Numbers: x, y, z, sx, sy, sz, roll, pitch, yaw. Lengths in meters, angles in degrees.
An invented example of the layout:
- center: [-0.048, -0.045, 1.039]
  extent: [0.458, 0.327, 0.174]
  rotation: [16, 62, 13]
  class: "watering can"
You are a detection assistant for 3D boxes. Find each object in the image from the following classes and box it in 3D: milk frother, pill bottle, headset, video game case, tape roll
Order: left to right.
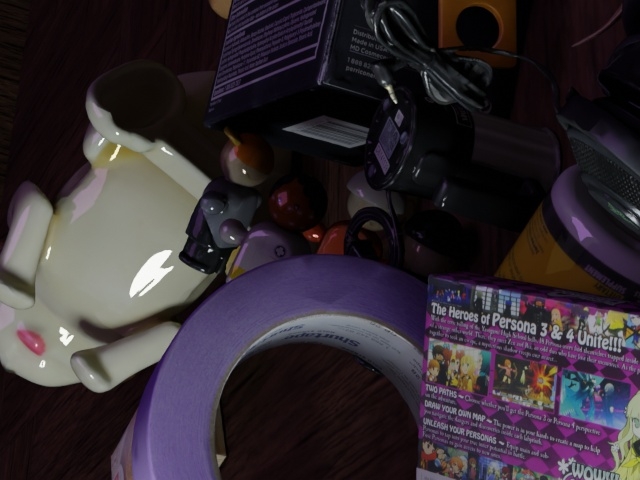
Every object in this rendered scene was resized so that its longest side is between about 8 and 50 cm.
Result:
- center: [0.003, 0.152, 1.128]
  extent: [0.090, 0.275, 0.274]
  rotation: [130, 149, -67]
  class: "tape roll"
- center: [0.100, -0.030, 1.215]
  extent: [0.143, 0.135, 0.129]
  rotation: [124, 150, -41]
  class: "milk frother"
- center: [0.162, 0.062, 1.030]
  extent: [0.208, 0.119, 0.119]
  rotation: [-61, 26, 32]
  class: "pill bottle"
- center: [0.156, 0.137, 0.928]
  extent: [0.232, 0.042, 0.210]
  rotation: [9, 100, 45]
  class: "video game case"
- center: [0.203, -0.117, 0.885]
  extent: [0.394, 0.185, 0.243]
  rotation: [-2, 58, 49]
  class: "headset"

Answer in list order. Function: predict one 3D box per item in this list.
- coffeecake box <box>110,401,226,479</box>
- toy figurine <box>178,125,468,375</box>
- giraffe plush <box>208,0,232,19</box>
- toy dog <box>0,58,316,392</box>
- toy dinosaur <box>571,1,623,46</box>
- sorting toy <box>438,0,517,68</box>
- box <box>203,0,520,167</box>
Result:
- center: [-0.180, 0.252, 1.790]
  extent: [0.185, 0.068, 0.142]
  rotation: [-60, 27, 34]
  class: "coffeecake box"
- center: [0.000, 0.000, 1.338]
  extent: [0.148, 0.210, 0.213]
  rotation: [-64, 24, 11]
  class: "toy figurine"
- center: [-0.052, -0.290, 1.691]
  extent: [0.181, 0.170, 0.210]
  rotation: [-51, 32, 45]
  class: "giraffe plush"
- center: [-0.232, -0.002, 1.726]
  extent: [0.408, 0.284, 0.395]
  rotation: [-45, 19, 26]
  class: "toy dog"
- center: [0.250, -0.216, 1.111]
  extent: [0.092, 0.053, 0.183]
  rotation: [-146, 79, -83]
  class: "toy dinosaur"
- center: [0.129, -0.306, 1.254]
  extent: [0.047, 0.196, 0.347]
  rotation: [156, 127, -78]
  class: "sorting toy"
- center: [0.047, -0.239, 1.407]
  extent: [0.296, 0.183, 0.294]
  rotation: [-6, 72, 66]
  class: "box"
